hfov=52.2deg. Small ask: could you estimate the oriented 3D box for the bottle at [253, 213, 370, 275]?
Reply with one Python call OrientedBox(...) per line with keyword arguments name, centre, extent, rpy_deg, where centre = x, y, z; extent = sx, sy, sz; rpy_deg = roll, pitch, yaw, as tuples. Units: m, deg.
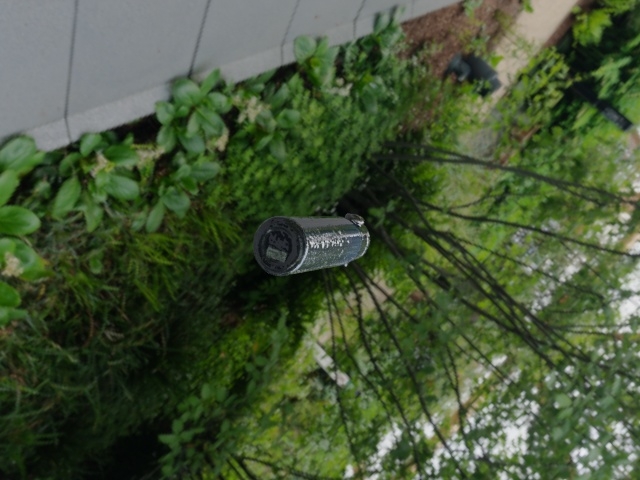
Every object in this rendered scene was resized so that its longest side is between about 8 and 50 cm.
OrientedBox(name="bottle", centre=(0.000, 0.000, 0.876), extent=(0.244, 0.072, 0.082), rpy_deg=(-2, 118, -67))
